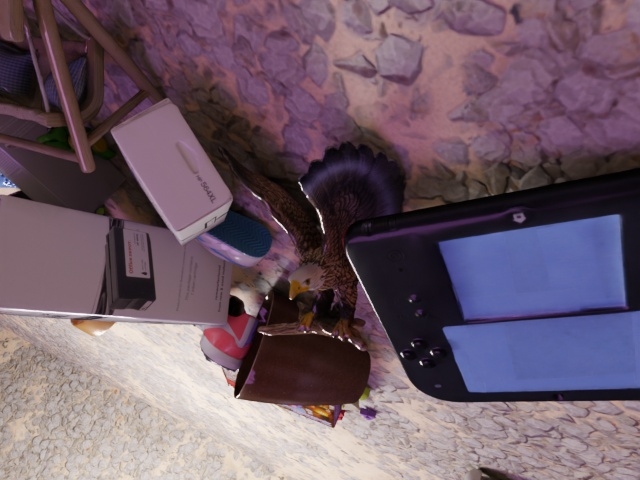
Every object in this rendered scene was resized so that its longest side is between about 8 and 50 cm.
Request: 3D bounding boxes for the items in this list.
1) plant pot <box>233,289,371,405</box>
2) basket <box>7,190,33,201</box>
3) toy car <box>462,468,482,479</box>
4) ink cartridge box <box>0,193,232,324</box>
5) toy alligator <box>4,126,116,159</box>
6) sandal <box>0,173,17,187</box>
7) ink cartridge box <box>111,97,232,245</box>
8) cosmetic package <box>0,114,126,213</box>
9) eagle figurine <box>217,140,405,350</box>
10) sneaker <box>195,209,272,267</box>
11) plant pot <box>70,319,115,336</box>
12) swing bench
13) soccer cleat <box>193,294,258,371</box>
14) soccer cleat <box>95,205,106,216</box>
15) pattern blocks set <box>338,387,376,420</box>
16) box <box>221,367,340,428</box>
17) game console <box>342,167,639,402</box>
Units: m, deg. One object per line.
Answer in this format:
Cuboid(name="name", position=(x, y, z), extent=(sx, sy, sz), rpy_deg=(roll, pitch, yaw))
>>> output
Cuboid(name="plant pot", position=(-0.026, 0.238, 0.971), extent=(0.230, 0.216, 0.215), rpy_deg=(21, 148, -11))
Cuboid(name="basket", position=(-0.680, 0.006, 1.209), extent=(0.204, 0.154, 0.227), rpy_deg=(0, 141, 26))
Cuboid(name="toy car", position=(0.424, 0.671, 1.222), extent=(0.159, 0.136, 0.182), rpy_deg=(18, 145, 19))
Cuboid(name="ink cartridge box", position=(-0.400, 0.059, 0.874), extent=(0.394, 0.166, 0.285), rpy_deg=(14, 164, -43))
Cuboid(name="toy alligator", position=(-0.417, -0.166, 0.797), extent=(0.056, 0.189, 0.051), rpy_deg=(-15, 85, 28))
Cuboid(name="sandal", position=(-0.682, -0.145, 1.018), extent=(0.317, 0.138, 0.126), rpy_deg=(16, 142, 18))
Cuboid(name="ink cartridge box", position=(-0.200, -0.081, 0.676), extent=(0.148, 0.085, 0.203), rpy_deg=(57, 166, -2))
Cuboid(name="cosmetic package", position=(-0.486, -0.147, 0.871), extent=(0.107, 0.127, 0.238), rpy_deg=(-6, 130, 42))
Cuboid(name="eagle figurine", position=(-0.001, 0.003, 0.676), extent=(0.226, 0.225, 0.299), rpy_deg=(-10, 106, -8))
Cuboid(name="sneaker", position=(-0.195, -0.029, 0.836), extent=(0.228, 0.087, 0.092), rpy_deg=(36, 149, -4))
Cuboid(name="plant pot", position=(-0.547, 0.087, 1.127), extent=(0.205, 0.205, 0.188), rpy_deg=(-11, 139, 45))
Cuboid(name="swing bench", position=(-0.382, -0.251, 0.617), extent=(0.253, 0.165, 0.255), rpy_deg=(15, 143, 24))
Cuboid(name="soccer cleat", position=(-0.214, 0.152, 1.041), extent=(0.108, 0.116, 0.318), rpy_deg=(33, -179, -30))
Cuboid(name="soccer cleat", position=(-0.499, -0.042, 1.080), extent=(0.072, 0.060, 0.179), rpy_deg=(17, 147, 22))
Cuboid(name="pattern blocks set", position=(0.002, 0.381, 1.235), extent=(0.324, 0.026, 0.285), rpy_deg=(38, 143, -22))
Cuboid(name="box", position=(-0.093, 0.329, 1.146), extent=(0.293, 0.057, 0.201), rpy_deg=(16, 142, 15))
Cuboid(name="game console", position=(0.256, 0.081, 0.569), extent=(0.386, 0.060, 0.342), rpy_deg=(-10, 132, 25))
